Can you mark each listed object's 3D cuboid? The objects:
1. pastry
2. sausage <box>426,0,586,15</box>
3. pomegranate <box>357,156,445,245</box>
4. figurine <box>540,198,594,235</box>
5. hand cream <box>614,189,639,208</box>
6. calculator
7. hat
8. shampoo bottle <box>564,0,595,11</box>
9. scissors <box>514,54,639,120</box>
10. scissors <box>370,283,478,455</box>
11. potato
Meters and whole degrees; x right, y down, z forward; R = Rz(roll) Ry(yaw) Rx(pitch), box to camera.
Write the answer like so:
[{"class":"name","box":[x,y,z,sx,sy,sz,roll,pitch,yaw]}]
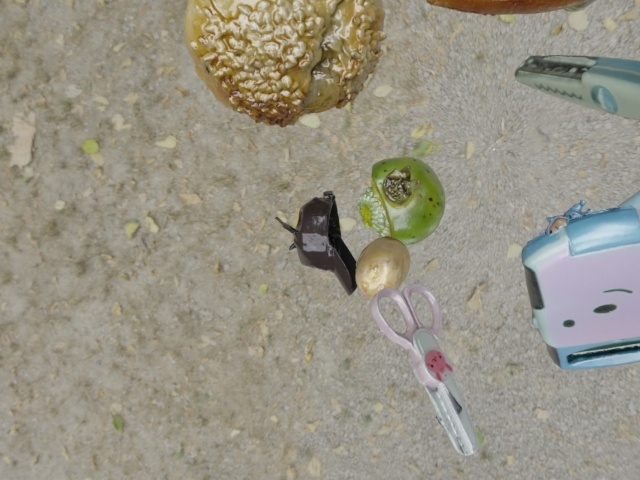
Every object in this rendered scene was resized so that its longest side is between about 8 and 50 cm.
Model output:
[{"class":"pastry","box":[-0.042,-0.302,0.772,0.184,0.315,0.284,-118,34,-40]},{"class":"sausage","box":[0.282,-0.361,0.699,0.302,0.076,0.103,1,107,14]},{"class":"pomegranate","box":[0.228,-0.117,1.447,0.260,0.341,0.260,0,82,3]},{"class":"figurine","box":[0.812,-0.055,1.672,0.114,0.144,0.178,44,86,2]},{"class":"hand cream","box":[0.575,-0.034,0.952,0.312,0.070,0.111,-43,53,44]},{"class":"calculator","box":[0.332,0.068,0.595,0.173,0.051,0.293,-16,134,20]},{"class":"hat","box":[-0.016,0.028,1.603,0.209,0.238,0.336,-18,85,11]},{"class":"shampoo bottle","box":[0.456,-0.447,0.894,0.079,0.162,0.079,0,90,-8]},{"class":"scissors","box":[0.259,-0.126,0.432,0.041,0.289,0.138,-43,120,5]},{"class":"scissors","box":[0.154,0.172,0.714,0.030,0.118,0.242,-49,56,46]},{"class":"potato","box":[0.131,0.057,1.093,0.118,0.178,0.109,-19,105,21]}]
